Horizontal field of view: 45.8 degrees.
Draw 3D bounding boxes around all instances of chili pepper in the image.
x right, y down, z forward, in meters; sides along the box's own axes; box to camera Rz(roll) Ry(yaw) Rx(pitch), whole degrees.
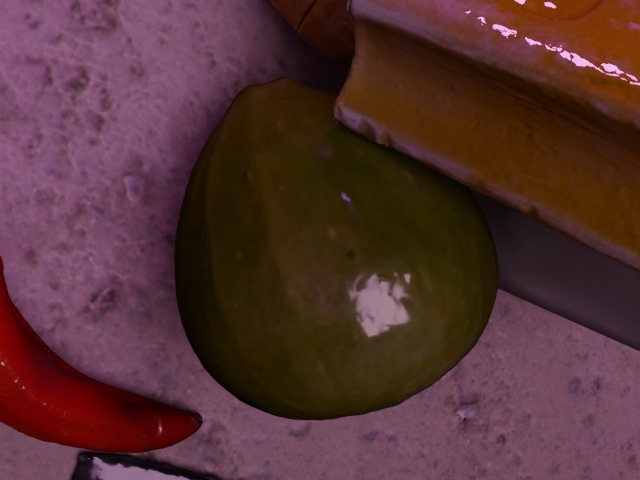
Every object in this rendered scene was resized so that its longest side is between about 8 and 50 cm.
[{"bbox_3d":[-0.266,0.106,0.718,0.137,0.092,0.368,-52,125,-27],"label":"chili pepper"}]

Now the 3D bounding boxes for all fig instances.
[{"bbox_3d":[0.000,0.000,0.700,0.316,0.316,0.316,-6,104,-24],"label":"fig"}]

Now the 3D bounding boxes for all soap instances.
[{"bbox_3d":[0.222,-0.139,0.601,0.293,0.335,0.156,-45,154,-35],"label":"soap"}]

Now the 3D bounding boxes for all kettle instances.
[{"bbox_3d":[0.287,-0.008,0.803,0.265,0.318,0.205,8,99,-26],"label":"kettle"}]

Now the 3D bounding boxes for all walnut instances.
[{"bbox_3d":[0.043,-0.267,0.723,0.165,0.165,0.197,41,75,-26],"label":"walnut"}]

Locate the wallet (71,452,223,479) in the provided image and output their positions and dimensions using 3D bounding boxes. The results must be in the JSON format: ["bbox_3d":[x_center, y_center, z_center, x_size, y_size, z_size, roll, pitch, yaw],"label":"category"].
[{"bbox_3d":[-0.148,0.377,0.848,0.323,0.041,0.247,19,93,-24],"label":"wallet"}]
